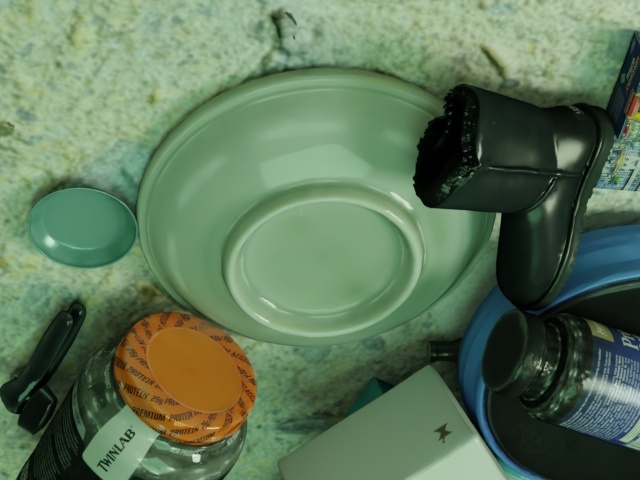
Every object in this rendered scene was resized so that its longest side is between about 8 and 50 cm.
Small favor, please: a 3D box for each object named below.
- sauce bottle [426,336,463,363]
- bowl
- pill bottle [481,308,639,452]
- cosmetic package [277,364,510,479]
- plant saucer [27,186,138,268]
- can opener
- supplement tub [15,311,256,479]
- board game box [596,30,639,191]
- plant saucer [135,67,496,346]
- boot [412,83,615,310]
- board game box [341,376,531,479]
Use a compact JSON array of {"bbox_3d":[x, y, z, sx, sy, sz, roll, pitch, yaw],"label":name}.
[{"bbox_3d":[0.193,0.133,1.777,0.128,0.042,0.042,2,133,-8],"label":"sauce bottle"},{"bbox_3d":[0.360,0.154,1.734,0.391,0.077,0.391,-3,129,-4],"label":"bowl"},{"bbox_3d":[0.292,0.150,1.594,0.219,0.123,0.123,19,128,-19],"label":"pill bottle"},{"bbox_3d":[0.165,0.397,1.792,0.230,0.161,0.453,-32,122,2],"label":"cosmetic package"},{"bbox_3d":[-0.258,-0.019,1.596,0.119,0.021,0.119,-2,132,-2],"label":"plant saucer"},{"bbox_3d":[-0.321,0.143,1.723,0.073,0.059,0.186,32,116,2],"label":"can opener"},{"bbox_3d":[-0.219,0.249,1.718,0.207,0.207,0.338,17,131,-21],"label":"supplement tub"},{"bbox_3d":[0.401,-0.119,1.553,0.194,0.060,0.194,4,132,-9],"label":"board game box"},{"bbox_3d":[0.000,0.000,1.593,0.400,0.100,0.400,-3,134,-3],"label":"plant saucer"},{"bbox_3d":[0.180,-0.041,1.523,0.207,0.094,0.246,2,118,-33],"label":"boot"},{"bbox_3d":[0.086,0.365,1.894,0.253,0.079,0.336,26,108,-26],"label":"board game box"}]
